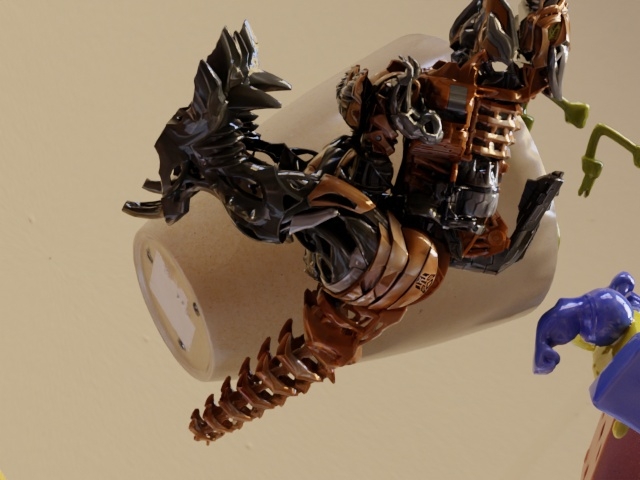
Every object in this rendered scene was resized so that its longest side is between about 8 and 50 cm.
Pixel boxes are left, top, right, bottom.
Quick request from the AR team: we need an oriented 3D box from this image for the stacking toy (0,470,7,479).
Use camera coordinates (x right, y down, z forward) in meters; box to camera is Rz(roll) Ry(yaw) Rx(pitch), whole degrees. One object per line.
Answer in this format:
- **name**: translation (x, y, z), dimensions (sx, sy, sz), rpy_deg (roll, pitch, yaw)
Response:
- **stacking toy**: translation (-0.265, 0.159, 0.639), dimensions (0.480, 0.350, 0.350), rpy_deg (31, -97, -16)

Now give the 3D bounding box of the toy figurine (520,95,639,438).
- **toy figurine**: translation (0.254, 0.061, 0.978), dimensions (0.363, 0.217, 0.191), rpy_deg (33, -66, -12)

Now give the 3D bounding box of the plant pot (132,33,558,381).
- **plant pot**: translation (0.000, 0.000, 1.022), dimensions (0.274, 0.256, 0.256), rpy_deg (-24, -86, -23)

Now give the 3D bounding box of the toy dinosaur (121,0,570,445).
- **toy dinosaur**: translation (0.014, -0.023, 0.747), dimensions (0.218, 0.164, 0.322), rpy_deg (32, -102, -6)

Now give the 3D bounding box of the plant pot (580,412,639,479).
- **plant pot**: translation (0.419, 0.246, 1.395), dimensions (0.236, 0.267, 0.267), rpy_deg (19, -69, 10)
